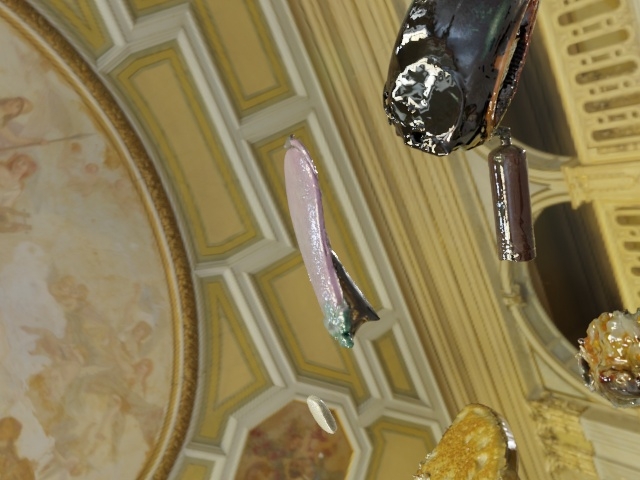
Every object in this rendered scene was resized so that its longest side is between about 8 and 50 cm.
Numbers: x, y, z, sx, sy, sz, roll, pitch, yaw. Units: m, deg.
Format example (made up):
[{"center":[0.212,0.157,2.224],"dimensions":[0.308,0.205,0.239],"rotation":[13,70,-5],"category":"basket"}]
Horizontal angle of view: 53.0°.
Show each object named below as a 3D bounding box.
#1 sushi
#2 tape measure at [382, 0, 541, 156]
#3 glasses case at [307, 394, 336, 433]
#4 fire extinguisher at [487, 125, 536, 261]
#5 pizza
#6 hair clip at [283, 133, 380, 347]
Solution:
[{"center":[0.665,0.195,1.132],"dimensions":[0.418,0.417,0.175],"rotation":[2,-107,-31],"category":"sushi"},{"center":[0.152,-0.201,0.692],"dimensions":[0.202,0.135,0.222],"rotation":[-27,-42,-62],"category":"tape measure"},{"center":[0.002,0.276,1.019],"dimensions":[0.021,0.032,0.083],"rotation":[-43,-52,-26],"category":"glasses case"},{"center":[0.346,-0.091,1.198],"dimensions":[0.089,0.072,0.267],"rotation":[-11,-75,-3],"category":"fire extinguisher"},{"center":[0.275,0.423,1.184],"dimensions":[0.089,0.323,0.223],"rotation":[42,-83,-2],"category":"pizza"},{"center":[-0.001,0.000,1.074],"dimensions":[0.096,0.110,0.358],"rotation":[-22,-88,12],"category":"hair clip"}]
